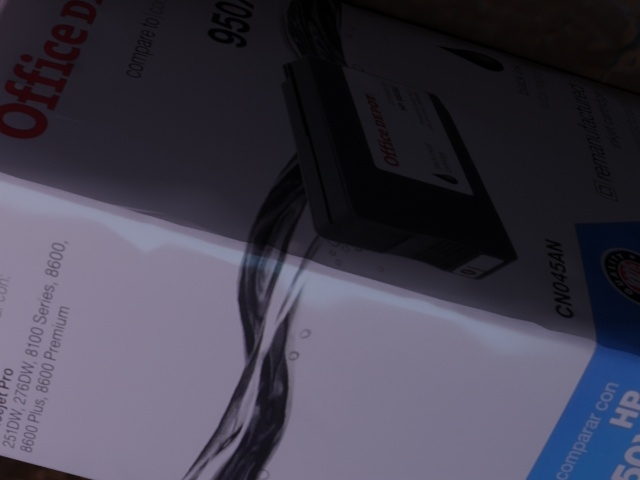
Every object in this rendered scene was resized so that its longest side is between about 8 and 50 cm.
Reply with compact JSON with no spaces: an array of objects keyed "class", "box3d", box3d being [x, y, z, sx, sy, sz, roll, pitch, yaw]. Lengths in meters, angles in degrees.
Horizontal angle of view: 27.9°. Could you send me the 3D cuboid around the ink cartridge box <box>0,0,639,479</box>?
[{"class":"ink cartridge box","box3d":[0.000,0.000,0.688,0.395,0.285,0.166,16,123,-8]}]
